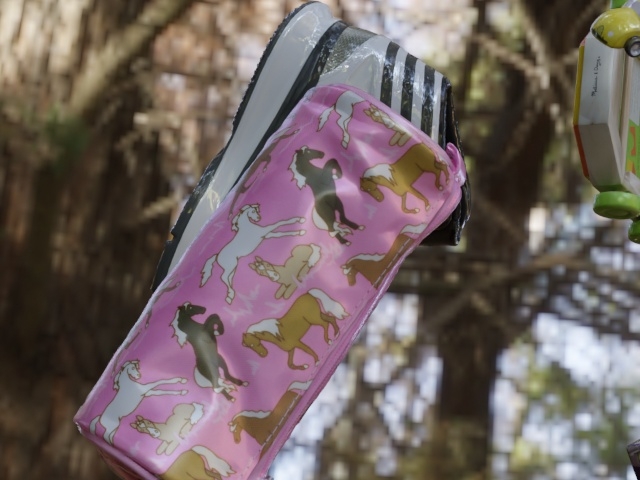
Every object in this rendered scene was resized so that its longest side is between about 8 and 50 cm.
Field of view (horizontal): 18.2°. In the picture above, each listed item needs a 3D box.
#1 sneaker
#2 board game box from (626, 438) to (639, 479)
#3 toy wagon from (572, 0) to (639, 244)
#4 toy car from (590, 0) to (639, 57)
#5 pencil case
[{"bbox_3d":[0.000,0.000,2.085,0.257,0.447,0.169,27,9,15],"label":"sneaker"},{"bbox_3d":[0.430,0.129,1.667,0.208,0.056,0.347,-21,-1,41],"label":"board game box"},{"bbox_3d":[0.397,-0.130,2.416,0.068,0.267,0.344,-1,-17,29],"label":"toy wagon"},{"bbox_3d":[0.431,-0.217,2.151,0.225,0.239,0.053,30,-61,23],"label":"toy car"},{"bbox_3d":[-0.037,0.050,1.662,0.167,0.386,0.160,38,-13,-21],"label":"pencil case"}]
